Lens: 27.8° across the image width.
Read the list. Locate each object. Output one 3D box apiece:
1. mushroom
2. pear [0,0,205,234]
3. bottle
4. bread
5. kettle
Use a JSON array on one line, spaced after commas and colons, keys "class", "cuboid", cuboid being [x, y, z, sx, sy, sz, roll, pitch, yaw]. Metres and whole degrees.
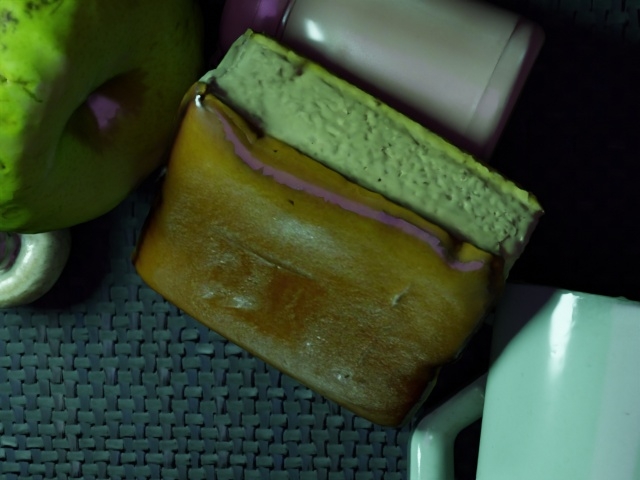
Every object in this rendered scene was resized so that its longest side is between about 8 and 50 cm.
[{"class": "mushroom", "cuboid": [-0.348, -0.006, 1.363, 0.166, 0.127, 0.166, 3, 101, 17]}, {"class": "pear", "cuboid": [-0.304, -0.199, 1.207, 0.391, 0.391, 0.391, 2, 100, 10]}, {"class": "bottle", "cuboid": [0.044, -0.170, 1.249, 0.297, 0.173, 0.206, 24, 125, 5]}, {"class": "bread", "cuboid": [0.000, 0.000, 1.224, 0.333, 0.143, 0.323, 31, 145, 5]}, {"class": "kettle", "cuboid": [0.222, 0.234, 1.231, 0.361, 0.250, 0.376, 8, 88, 44]}]
